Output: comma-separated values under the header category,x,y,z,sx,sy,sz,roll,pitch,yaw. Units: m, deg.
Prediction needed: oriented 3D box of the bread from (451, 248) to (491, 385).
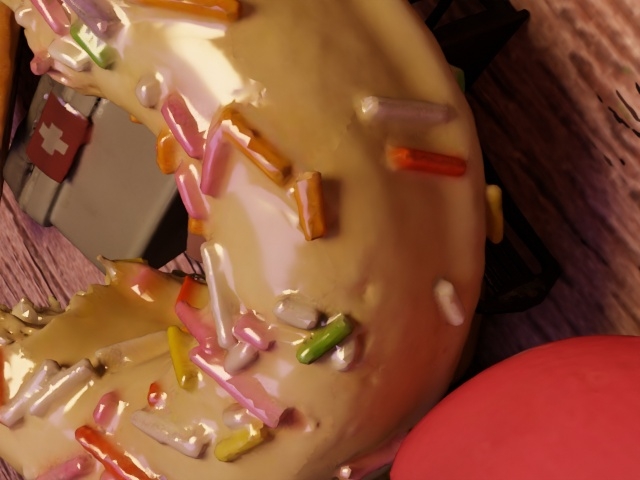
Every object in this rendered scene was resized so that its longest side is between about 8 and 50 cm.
category,x,y,z,sx,sy,sz,roll,pitch,yaw
bread,0.070,0.036,0.802,0.062,0.049,0.103,25,128,28

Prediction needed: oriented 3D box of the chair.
category,x,y,z,sx,sy,sz,roll,pitch,yaw
chair,0.075,-0.069,0.724,0.212,0.084,0.101,54,143,15

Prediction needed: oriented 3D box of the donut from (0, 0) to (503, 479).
category,x,y,z,sx,sy,sz,roll,pitch,yaw
donut,-0.069,0.001,0.688,0.307,0.150,0.371,27,117,23

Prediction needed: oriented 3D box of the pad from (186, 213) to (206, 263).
category,x,y,z,sx,sy,sz,roll,pitch,yaw
pad,0.000,0.000,0.756,0.188,0.006,0.113,25,131,23

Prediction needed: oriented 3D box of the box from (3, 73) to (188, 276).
category,x,y,z,sx,sy,sz,roll,pitch,yaw
box,-0.111,-0.079,0.881,0.129,0.148,0.210,44,137,8

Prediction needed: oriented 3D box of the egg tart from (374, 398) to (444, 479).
category,x,y,z,sx,sy,sz,roll,pitch,yaw
egg tart,0.009,0.172,0.857,0.297,0.132,0.297,41,152,27

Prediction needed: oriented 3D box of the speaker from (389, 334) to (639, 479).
category,x,y,z,sx,sy,sz,roll,pitch,yaw
speaker,0.141,0.197,0.609,0.294,0.294,0.294,24,124,40

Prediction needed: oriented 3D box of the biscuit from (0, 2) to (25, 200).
category,x,y,z,sx,sy,sz,roll,pitch,yaw
biscuit,-0.249,-0.120,0.996,0.309,0.040,0.204,139,138,-70
